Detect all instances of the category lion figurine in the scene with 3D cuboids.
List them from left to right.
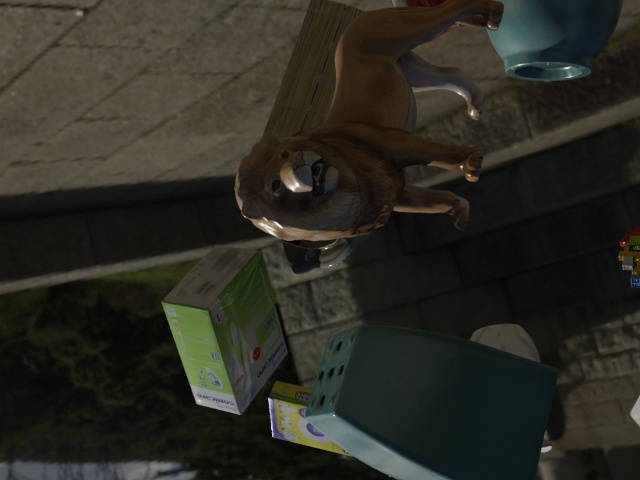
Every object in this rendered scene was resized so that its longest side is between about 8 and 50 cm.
[{"bbox_3d":[0.061,-0.147,0.995,0.240,0.392,0.142,11,141,5],"label":"lion figurine"}]

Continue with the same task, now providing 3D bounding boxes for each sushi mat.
[{"bbox_3d":[0.001,-0.314,1.785,0.151,0.316,0.019,21,-176,12],"label":"sushi mat"}]

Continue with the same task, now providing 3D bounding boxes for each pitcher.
[{"bbox_3d":[0.284,0.253,1.506,0.178,0.207,0.125,-9,159,13],"label":"pitcher"}]

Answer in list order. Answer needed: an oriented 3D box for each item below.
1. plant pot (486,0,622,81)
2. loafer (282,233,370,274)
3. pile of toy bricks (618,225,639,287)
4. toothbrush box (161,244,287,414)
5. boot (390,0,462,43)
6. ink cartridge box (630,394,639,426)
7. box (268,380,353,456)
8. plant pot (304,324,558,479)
[{"bbox_3d":[0.472,-0.439,1.857,0.293,0.196,0.293,3,179,0],"label":"plant pot"},{"bbox_3d":[0.000,0.000,1.701,0.094,0.087,0.251,-43,-168,-35],"label":"loafer"},{"bbox_3d":[0.634,0.024,1.561,0.212,0.105,0.118,2,150,25],"label":"pile of toy bricks"},{"bbox_3d":[-0.192,0.184,1.881,0.122,0.283,0.206,9,-143,28],"label":"toothbrush box"},{"bbox_3d":[0.221,-0.537,1.851,0.176,0.244,0.088,-22,177,6],"label":"boot"},{"bbox_3d":[0.854,0.397,1.960,0.273,0.114,0.198,0,-146,-23],"label":"ink cartridge box"},{"bbox_3d":[0.008,0.294,1.465,0.179,0.105,0.043,8,-140,15],"label":"box"},{"bbox_3d":[0.115,0.192,1.043,0.234,0.165,0.166,23,160,-13],"label":"plant pot"}]
